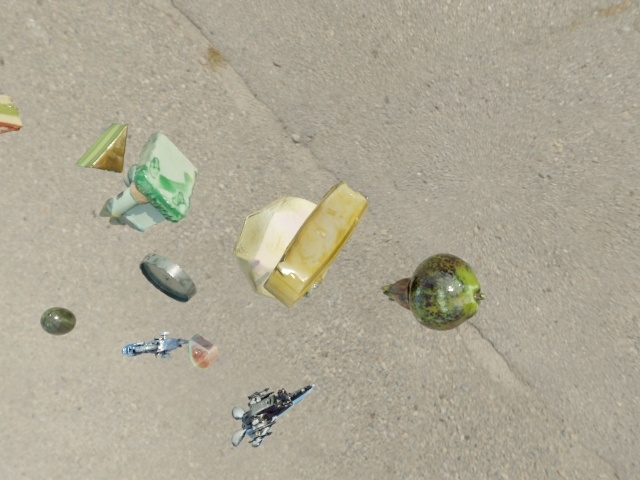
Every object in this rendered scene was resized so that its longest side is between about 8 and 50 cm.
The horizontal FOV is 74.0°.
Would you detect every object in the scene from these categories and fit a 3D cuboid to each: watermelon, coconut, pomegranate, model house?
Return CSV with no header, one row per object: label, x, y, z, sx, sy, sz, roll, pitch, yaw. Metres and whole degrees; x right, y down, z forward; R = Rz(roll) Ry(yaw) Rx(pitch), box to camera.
watermelon,-0.722,0.222,1.169,0.078,0.111,0.078,2,68,-4
coconut,-0.123,0.033,1.427,0.352,0.352,0.353,3,98,20
pomegranate,0.323,0.163,1.226,0.276,0.222,0.204,-39,77,34
watermelon,-0.306,0.287,1.114,0.072,0.084,0.092,-9,66,-11
model house,-0.590,-0.146,1.353,0.324,0.267,0.194,-25,132,18

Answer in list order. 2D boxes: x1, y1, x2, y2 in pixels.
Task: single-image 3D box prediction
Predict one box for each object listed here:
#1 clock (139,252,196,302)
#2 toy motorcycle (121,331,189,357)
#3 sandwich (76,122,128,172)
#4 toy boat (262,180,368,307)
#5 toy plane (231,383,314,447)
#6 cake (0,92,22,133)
clock,-0.527,0.133,1.463,0.214,0.042,0.215,22,144,17
toy motorcycle,-0.607,0.391,1.565,0.135,0.254,0.092,-13,78,18
sandwich,-0.488,-0.215,0.950,0.074,0.074,0.117,11,93,33
toy boat,0.000,0.000,0.787,0.089,0.310,0.115,36,143,-2
toy plane,-0.124,0.429,1.096,0.246,0.169,0.078,-38,119,12
cake,-0.613,-0.209,0.657,0.220,0.117,0.086,-21,72,-21
